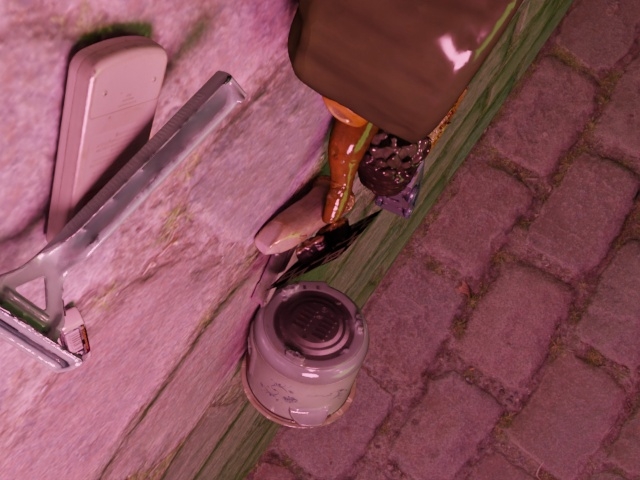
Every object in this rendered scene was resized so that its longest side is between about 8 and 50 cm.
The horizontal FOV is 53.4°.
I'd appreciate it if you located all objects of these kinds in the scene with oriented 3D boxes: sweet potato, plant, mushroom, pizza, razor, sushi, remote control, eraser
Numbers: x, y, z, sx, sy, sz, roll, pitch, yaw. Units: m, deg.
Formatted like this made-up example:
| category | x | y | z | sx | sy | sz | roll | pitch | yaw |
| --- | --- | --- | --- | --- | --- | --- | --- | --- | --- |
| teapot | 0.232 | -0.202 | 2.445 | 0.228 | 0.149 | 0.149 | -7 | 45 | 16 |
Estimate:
| category | x | y | z | sx | sy | sz | roll | pitch | yaw |
| --- | --- | --- | --- | --- | --- | --- | --- | --- | --- |
| sweet potato | 0.074 | -0.190 | 1.030 | 0.108 | 0.079 | 0.346 | 31 | 84 | -58 |
| plant | 0.138 | -0.175 | 1.247 | 0.132 | 0.129 | 0.194 | -54 | 171 | -20 |
| mushroom | -0.027 | -0.043 | 1.087 | 0.209 | 0.084 | 0.071 | -38 | 171 | -40 |
| pizza | 0.318 | -0.311 | 1.734 | 0.271 | 0.056 | 0.134 | -57 | 176 | 1 |
| razor | -0.162 | -0.032 | 0.520 | 0.277 | 0.056 | 0.111 | -53 | 128 | -15 |
| sushi | 0.000 | 0.000 | 1.154 | 0.193 | 0.040 | 0.210 | -27 | -169 | 37 |
| remote control | -0.178 | -0.077 | 0.525 | 0.087 | 0.029 | 0.190 | -40 | 161 | -51 |
| eraser | -0.266 | 0.104 | 0.685 | 0.027 | 0.019 | 0.099 | -32 | 157 | -30 |

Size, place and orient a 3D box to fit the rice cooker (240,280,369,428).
| category | x | y | z | sx | sy | sz | roll | pitch | yaw |
| --- | --- | --- | --- | --- | --- | --- | --- | --- | --- |
| rice cooker | -0.036 | 0.252 | 1.389 | 0.317 | 0.264 | 0.316 | 180 | -90 | -77 |

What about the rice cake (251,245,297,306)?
| category | x | y | z | sx | sy | sz | roll | pitch | yaw |
| --- | --- | --- | --- | --- | --- | --- | --- | --- | --- |
| rice cake | -0.077 | 0.040 | 1.199 | 0.206 | 0.036 | 0.047 | -63 | 175 | 29 |

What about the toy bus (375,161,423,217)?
| category | x | y | z | sx | sy | sz | roll | pitch | yaw |
| --- | --- | --- | --- | --- | --- | --- | --- | --- | --- |
| toy bus | 0.208 | -0.154 | 1.632 | 0.329 | 0.109 | 0.135 | 59 | 55 | -77 |

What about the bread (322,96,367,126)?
| category | x | y | z | sx | sy | sz | roll | pitch | yaw |
| --- | --- | --- | --- | --- | --- | --- | --- | --- | --- |
| bread | 0.098 | -0.277 | 0.935 | 0.239 | 0.074 | 0.092 | -56 | 144 | -3 |

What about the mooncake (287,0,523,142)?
| category | x | y | z | sx | sy | sz | roll | pitch | yaw |
| --- | --- | --- | --- | --- | --- | --- | --- | --- | --- |
| mooncake | 0.114 | -0.290 | 0.660 | 0.356 | 0.194 | 0.356 | -59 | -179 | 1 |
